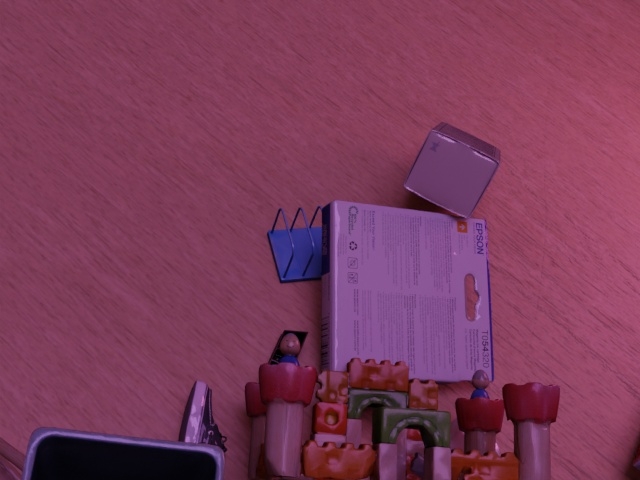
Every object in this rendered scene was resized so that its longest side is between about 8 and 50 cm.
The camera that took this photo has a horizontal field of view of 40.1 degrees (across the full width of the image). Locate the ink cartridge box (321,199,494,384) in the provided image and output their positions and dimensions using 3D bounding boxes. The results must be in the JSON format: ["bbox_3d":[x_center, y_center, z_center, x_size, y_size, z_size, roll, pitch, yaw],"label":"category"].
[{"bbox_3d":[0.161,0.103,1.640,0.330,0.071,0.324,7,74,-22],"label":"ink cartridge box"}]

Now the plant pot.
[{"bbox_3d":[-0.273,0.420,1.150,0.247,0.252,0.247,9,54,-11],"label":"plant pot"}]

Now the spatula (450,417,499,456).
[{"bbox_3d":[0.245,0.433,1.531,0.168,0.019,0.242,40,57,11],"label":"spatula"}]

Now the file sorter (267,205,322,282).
[{"bbox_3d":[0.000,0.000,1.709,0.170,0.104,0.118,-4,57,-21],"label":"file sorter"}]

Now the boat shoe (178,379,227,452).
[{"bbox_3d":[-0.189,0.340,1.420,0.076,0.080,0.228,13,53,-16],"label":"boat shoe"}]

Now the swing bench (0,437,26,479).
[{"bbox_3d":[-0.558,0.368,1.232,0.255,0.165,0.253,36,53,16],"label":"swing bench"}]

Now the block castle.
[{"bbox_3d":[0.113,0.276,1.379,0.453,0.303,0.212,5,73,-9],"label":"block castle"}]

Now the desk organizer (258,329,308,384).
[{"bbox_3d":[-0.067,0.215,1.564,0.047,0.050,0.130,24,52,0],"label":"desk organizer"}]

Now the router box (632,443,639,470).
[{"bbox_3d":[0.778,0.408,1.640,0.335,0.082,0.301,36,41,9],"label":"router box"}]

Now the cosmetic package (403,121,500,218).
[{"bbox_3d":[0.275,-0.150,1.794,0.153,0.129,0.296,28,14,7],"label":"cosmetic package"}]
